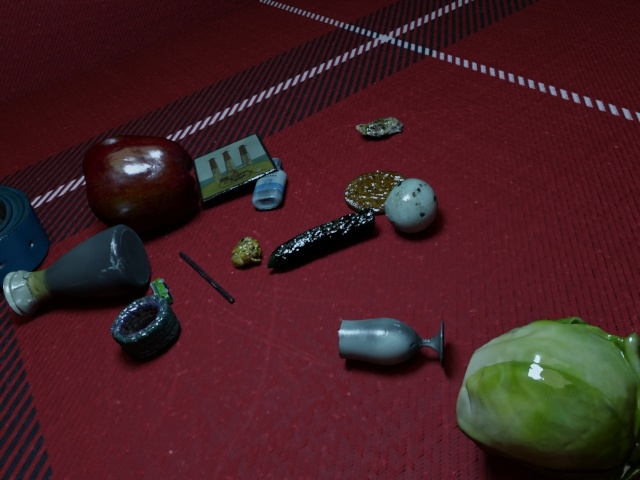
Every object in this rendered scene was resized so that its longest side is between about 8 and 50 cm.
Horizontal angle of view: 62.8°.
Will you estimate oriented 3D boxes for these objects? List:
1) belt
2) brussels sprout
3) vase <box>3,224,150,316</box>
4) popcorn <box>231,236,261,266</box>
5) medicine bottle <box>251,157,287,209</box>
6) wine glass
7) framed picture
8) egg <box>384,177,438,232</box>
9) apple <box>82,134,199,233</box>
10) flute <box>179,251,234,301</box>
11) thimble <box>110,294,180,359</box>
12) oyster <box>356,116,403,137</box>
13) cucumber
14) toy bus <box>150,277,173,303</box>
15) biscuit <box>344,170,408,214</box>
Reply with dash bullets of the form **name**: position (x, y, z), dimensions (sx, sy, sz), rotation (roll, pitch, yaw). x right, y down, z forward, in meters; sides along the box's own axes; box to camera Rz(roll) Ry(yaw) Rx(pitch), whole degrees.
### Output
- **belt**: position (-0.986, -0.020, 1.532), dimensions (0.437, 0.173, 0.300), rotation (30, 48, 35)
- **brussels sprout**: position (0.359, 0.239, 0.786), dimensions (0.295, 0.259, 0.227), rotation (3, 50, 19)
- **vase**: position (-0.612, 0.085, 1.319), dimensions (0.321, 0.173, 0.173), rotation (-17, 40, 4)
- **popcorn**: position (-0.190, 0.021, 1.327), dimensions (0.084, 0.084, 0.084), rotation (-8, 41, 7)
- **medicine bottle**: position (-0.146, -0.172, 1.552), dimensions (0.090, 0.053, 0.208), rotation (-8, 40, 12)
- **wine glass**: position (0.137, 0.197, 1.024), dimensions (0.202, 0.093, 0.093), rotation (0, 42, 16)
- **framed picture**: position (-0.280, -0.240, 1.660), dimensions (0.244, 0.013, 0.324), rotation (-24, 35, -4)
- **egg**: position (0.224, -0.091, 1.302), dimensions (0.131, 0.131, 0.164), rotation (-5, 31, 11)
- **apple**: position (-0.512, -0.163, 1.486), dimensions (0.317, 0.288, 0.288), rotation (-10, 40, -7)
- **flute**: position (-0.292, 0.089, 1.329), dimensions (0.014, 0.014, 0.269), rotation (-36, 45, -23)
- **thimble**: position (-0.388, 0.195, 1.175), dimensions (0.118, 0.090, 0.135), rotation (20, 52, 34)
- **oyster**: position (0.193, -0.361, 1.676), dimensions (0.166, 0.053, 0.108), rotation (-31, 53, -29)
- **cucumber**: position (-0.001, -0.002, 1.304), dimensions (0.300, 0.072, 0.072), rotation (-21, 41, -9)
- **toy bus**: position (-0.392, 0.128, 1.300), dimensions (0.037, 0.031, 0.083), rotation (-32, 43, -10)
- **biscuit**: position (0.158, -0.137, 1.447), dimensions (0.188, 0.027, 0.187), rotation (-8, 40, 7)
